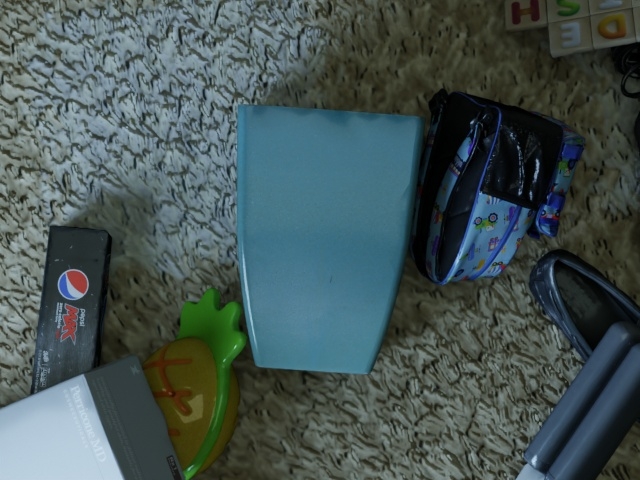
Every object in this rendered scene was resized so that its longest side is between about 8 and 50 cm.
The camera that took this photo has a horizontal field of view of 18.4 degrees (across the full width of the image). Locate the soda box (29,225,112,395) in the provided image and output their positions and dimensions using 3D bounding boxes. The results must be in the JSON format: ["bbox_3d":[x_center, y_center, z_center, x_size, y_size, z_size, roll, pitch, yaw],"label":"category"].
[{"bbox_3d":[-0.231,0.073,1.839,0.060,0.053,0.169,6,85,-1],"label":"soda box"}]

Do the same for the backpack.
[{"bbox_3d":[0.152,-0.039,1.816,0.117,0.158,0.173,13,97,-18],"label":"backpack"}]

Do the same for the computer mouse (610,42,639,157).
[{"bbox_3d":[0.367,-0.074,1.843,0.188,0.072,0.272,-2,88,39],"label":"computer mouse"}]

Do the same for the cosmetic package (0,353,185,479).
[{"bbox_3d":[-0.253,0.203,1.753,0.238,0.107,0.127,-26,86,27],"label":"cosmetic package"}]

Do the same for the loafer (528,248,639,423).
[{"bbox_3d":[0.280,0.099,1.838,0.076,0.078,0.223,-42,87,-5],"label":"loafer"}]

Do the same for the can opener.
[{"bbox_3d":[0.231,0.204,1.804,0.093,0.074,0.280,16,110,-37],"label":"can opener"}]

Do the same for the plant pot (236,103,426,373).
[{"bbox_3d":[0.000,0.000,1.807,0.165,0.166,0.234,4,92,-1],"label":"plant pot"}]

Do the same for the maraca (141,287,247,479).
[{"bbox_3d":[-0.119,0.135,1.802,0.099,0.127,0.185,18,96,-40],"label":"maraca"}]

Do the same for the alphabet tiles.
[{"bbox_3d":[0.288,-0.259,1.852,0.237,0.009,0.198,-9,51,12],"label":"alphabet tiles"}]
